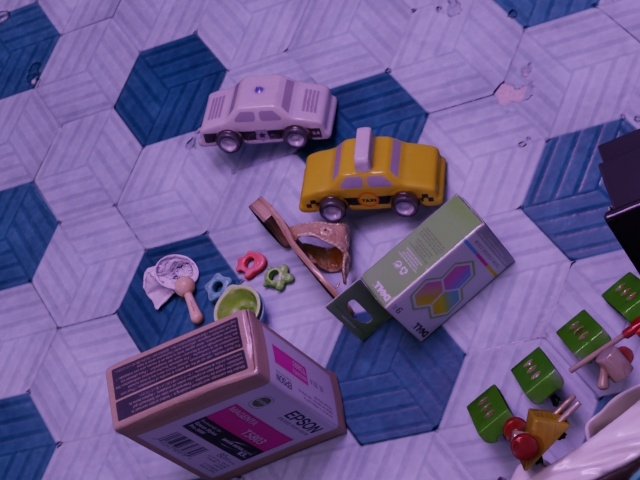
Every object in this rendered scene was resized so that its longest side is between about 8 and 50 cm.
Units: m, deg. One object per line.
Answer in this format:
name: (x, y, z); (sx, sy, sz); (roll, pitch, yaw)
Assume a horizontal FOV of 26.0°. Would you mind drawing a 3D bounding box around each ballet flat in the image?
ballet flat: (0.290, 0.254, 1.461); (0.400, 0.139, 0.139); (-36, 53, 3)

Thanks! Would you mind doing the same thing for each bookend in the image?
bookend: (0.352, -0.065, 1.559); (0.072, 0.157, 0.156); (-23, 57, 16)

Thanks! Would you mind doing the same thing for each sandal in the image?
sandal: (-0.003, -0.004, 1.770); (0.079, 0.088, 0.240); (-41, 46, -4)

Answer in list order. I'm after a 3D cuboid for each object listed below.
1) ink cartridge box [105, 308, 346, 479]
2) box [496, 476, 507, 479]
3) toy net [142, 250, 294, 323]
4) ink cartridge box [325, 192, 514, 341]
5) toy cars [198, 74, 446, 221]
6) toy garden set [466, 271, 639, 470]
ink cartridge box: (-0.107, 0.189, 1.630); (0.193, 0.235, 0.088); (-23, 57, 18)
box: (0.214, 0.400, 1.355); (0.270, 0.060, 0.216); (40, 92, 0)
toy net: (-0.152, 0.053, 1.844); (0.232, 0.045, 0.122); (17, 74, 34)
ink cartridge box: (0.120, 0.051, 1.655); (0.209, 0.109, 0.062); (-41, 52, 4)
toy cars: (-0.008, -0.138, 1.809); (0.176, 0.087, 0.394); (-39, 49, -22)
toy garden set: (0.278, 0.147, 1.499); (0.244, 0.204, 0.049); (-40, 98, 5)
